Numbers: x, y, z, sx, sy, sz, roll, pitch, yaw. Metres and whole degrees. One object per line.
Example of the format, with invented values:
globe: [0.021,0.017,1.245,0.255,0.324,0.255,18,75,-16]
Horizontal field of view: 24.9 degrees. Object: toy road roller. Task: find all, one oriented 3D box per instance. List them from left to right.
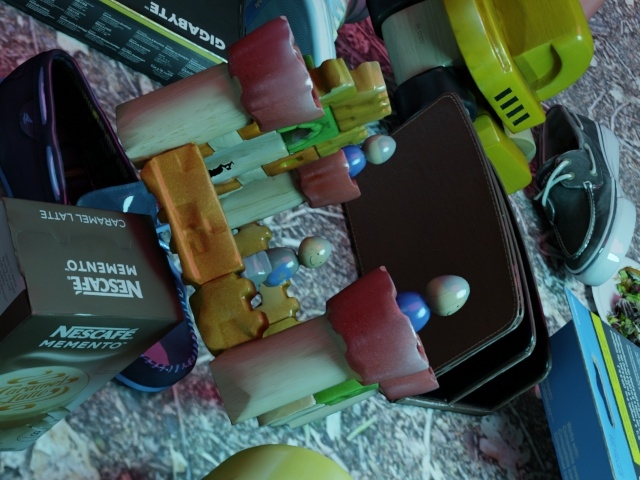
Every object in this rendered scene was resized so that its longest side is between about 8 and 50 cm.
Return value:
toy road roller: [0.222,-0.213,1.780,0.329,0.240,0.202,39,34,-59]

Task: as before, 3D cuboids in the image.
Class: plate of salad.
plate of salad: [0.448,0.101,1.986,0.200,0.048,0.200,27,44,-30]

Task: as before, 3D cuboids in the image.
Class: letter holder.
letter holder: [0.168,0.012,1.634,0.152,0.214,0.302,14,51,-39]

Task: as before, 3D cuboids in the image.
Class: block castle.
block castle: [0.000,0.000,1.285,0.453,0.212,0.303,53,15,-80]

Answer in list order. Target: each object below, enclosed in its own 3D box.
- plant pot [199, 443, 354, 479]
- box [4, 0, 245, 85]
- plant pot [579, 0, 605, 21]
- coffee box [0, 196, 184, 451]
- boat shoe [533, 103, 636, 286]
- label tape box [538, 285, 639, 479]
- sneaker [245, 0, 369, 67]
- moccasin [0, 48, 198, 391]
plant pot: [-0.056,0.290,1.180,0.254,0.254,0.239,47,22,-7]
box: [-0.231,-0.326,1.614,0.322,0.079,0.257,27,42,-29]
plant pot: [0.274,-0.369,2.028,0.275,0.243,0.275,26,44,-28]
coffee box: [-0.241,0.075,1.139,0.141,0.246,0.098,5,57,-43]
boat shoe: [0.342,-0.065,1.975,0.119,0.121,0.335,29,32,-16]
label tape box: [0.331,0.227,1.651,0.333,0.106,0.241,34,38,-47]
sneaker: [0.009,-0.278,1.782,0.208,0.127,0.319,9,57,-42]
moccasin: [-0.212,-0.022,1.352,0.137,0.117,0.342,-24,79,-52]
